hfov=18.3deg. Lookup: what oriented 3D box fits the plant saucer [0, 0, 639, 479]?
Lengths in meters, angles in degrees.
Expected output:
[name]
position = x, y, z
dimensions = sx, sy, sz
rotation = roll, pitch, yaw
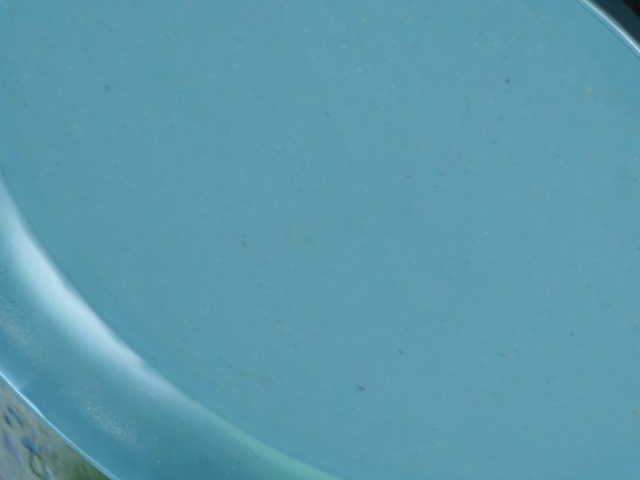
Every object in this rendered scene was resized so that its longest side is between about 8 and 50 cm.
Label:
[plant saucer]
position = 0.000, 0.000, 0.601
dimensions = 0.317, 0.044, 0.318
rotation = 20, 140, 18
